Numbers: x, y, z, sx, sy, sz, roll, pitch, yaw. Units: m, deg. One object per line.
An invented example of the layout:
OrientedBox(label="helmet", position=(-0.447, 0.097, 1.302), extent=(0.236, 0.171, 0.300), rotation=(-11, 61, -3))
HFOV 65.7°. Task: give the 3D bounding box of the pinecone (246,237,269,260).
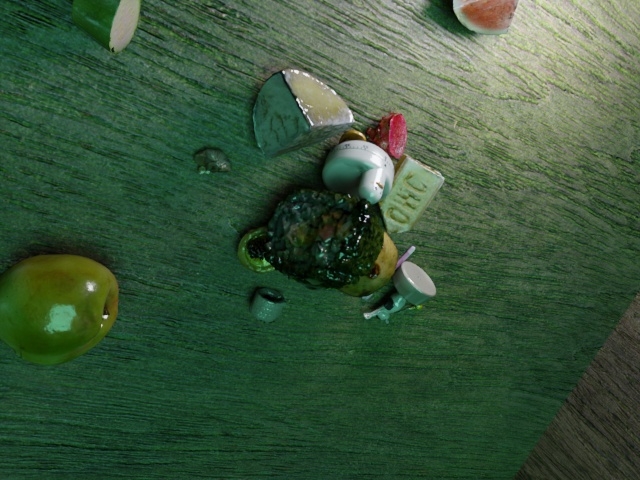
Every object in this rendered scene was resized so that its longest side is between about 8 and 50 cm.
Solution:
OrientedBox(label="pinecone", position=(-0.197, 0.027, 1.598), extent=(0.083, 0.077, 0.077), rotation=(7, 117, 10))

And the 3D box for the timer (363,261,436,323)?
OrientedBox(label="timer", position=(0.303, 0.232, 1.952), extent=(0.175, 0.175, 0.266), rotation=(25, 120, -29))

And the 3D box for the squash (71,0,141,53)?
OrientedBox(label="squash", position=(-0.525, -0.556, 1.212), extent=(0.122, 0.170, 0.170), rotation=(20, 108, -15))

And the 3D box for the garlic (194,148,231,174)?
OrientedBox(label="garlic", position=(-0.323, -0.240, 1.496), extent=(0.113, 0.094, 0.074), rotation=(11, 71, -20))

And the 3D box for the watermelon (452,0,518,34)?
OrientedBox(label="watermelon", position=(0.518, -0.755, 1.500), extent=(0.260, 0.176, 0.256), rotation=(-5, 112, 7))

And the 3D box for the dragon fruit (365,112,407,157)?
OrientedBox(label="dragon fruit", position=(0.214, -0.351, 1.642), extent=(0.153, 0.110, 0.153), rotation=(-28, 124, -53))

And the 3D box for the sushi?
OrientedBox(label="sushi", position=(0.000, 0.000, 1.523), extent=(0.178, 0.351, 0.294), rotation=(40, 65, -54))

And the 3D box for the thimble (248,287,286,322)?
OrientedBox(label="thimble", position=(-0.192, 0.232, 1.773), extent=(0.115, 0.102, 0.090), rotation=(20, 108, -20))

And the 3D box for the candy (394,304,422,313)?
OrientedBox(label="candy", position=(0.366, 0.285, 2.061), extent=(0.122, 0.035, 0.035), rotation=(-19, 111, -1))

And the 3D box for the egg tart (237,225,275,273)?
OrientedBox(label="egg tart", position=(-0.192, 0.027, 1.684), extent=(0.191, 0.074, 0.191), rotation=(-10, 119, -17))

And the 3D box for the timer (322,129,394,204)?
OrientedBox(label="timer", position=(0.118, -0.197, 1.581), extent=(0.233, 0.240, 0.233), rotation=(12, 148, 7))

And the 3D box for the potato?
OrientedBox(label="potato", position=(-0.064, -0.390, 1.511), extent=(0.264, 0.211, 0.189), rotation=(-21, 85, -47))

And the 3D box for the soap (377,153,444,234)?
OrientedBox(label="soap", position=(0.284, -0.144, 1.685), extent=(0.160, 0.080, 0.258), rotation=(27, 108, -12))

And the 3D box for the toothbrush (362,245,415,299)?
OrientedBox(label="toothbrush", position=(0.269, 0.130, 1.945), extent=(0.286, 0.020, 0.025), rotation=(-47, 131, 7))

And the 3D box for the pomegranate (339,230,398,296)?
OrientedBox(label="pomegranate", position=(0.127, 0.060, 1.713), extent=(0.281, 0.281, 0.281), rotation=(-9, 119, -16))

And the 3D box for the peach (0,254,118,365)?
OrientedBox(label="peach", position=(-0.755, 0.180, 1.415), extent=(0.315, 0.314, 0.281), rotation=(24, 140, -6))
